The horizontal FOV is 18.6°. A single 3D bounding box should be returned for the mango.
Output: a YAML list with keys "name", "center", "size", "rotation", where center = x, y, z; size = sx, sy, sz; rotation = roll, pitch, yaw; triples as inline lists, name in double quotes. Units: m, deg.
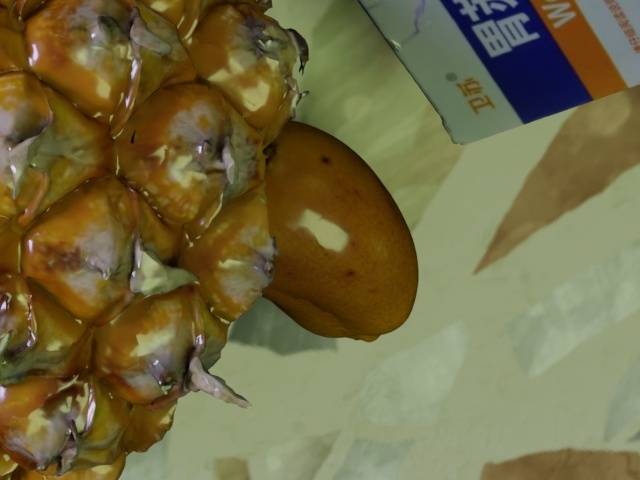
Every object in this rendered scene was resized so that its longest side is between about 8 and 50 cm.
- name: "mango"
  center: [0.001, -0.004, 0.986]
  size: [0.159, 0.105, 0.084]
  rotation: [37, 68, -51]

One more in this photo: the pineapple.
- name: "pineapple"
  center: [-0.178, -0.007, 0.802]
  size: [0.286, 0.209, 0.344]
  rotation: [15, 109, -36]

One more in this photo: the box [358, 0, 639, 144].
- name: "box"
  center: [0.150, -0.183, 0.871]
  size: [0.299, 0.106, 0.200]
  rotation: [-19, 133, 23]
